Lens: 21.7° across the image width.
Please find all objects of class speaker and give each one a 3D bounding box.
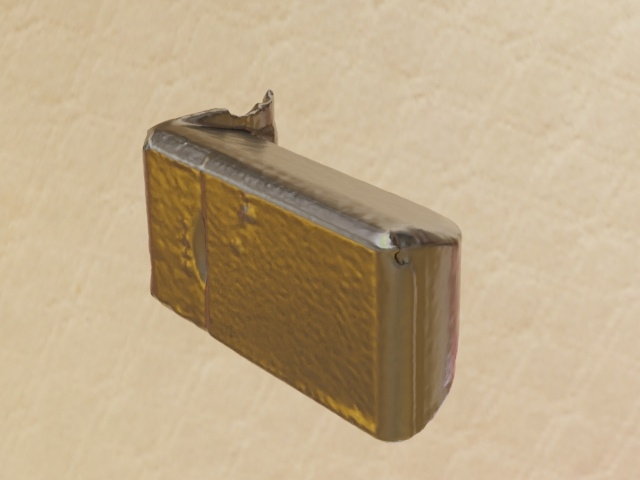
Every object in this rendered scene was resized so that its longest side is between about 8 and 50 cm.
[{"bbox_3d":[0.000,0.000,1.418,0.184,0.388,0.180,-19,120,-34],"label":"speaker"}]
